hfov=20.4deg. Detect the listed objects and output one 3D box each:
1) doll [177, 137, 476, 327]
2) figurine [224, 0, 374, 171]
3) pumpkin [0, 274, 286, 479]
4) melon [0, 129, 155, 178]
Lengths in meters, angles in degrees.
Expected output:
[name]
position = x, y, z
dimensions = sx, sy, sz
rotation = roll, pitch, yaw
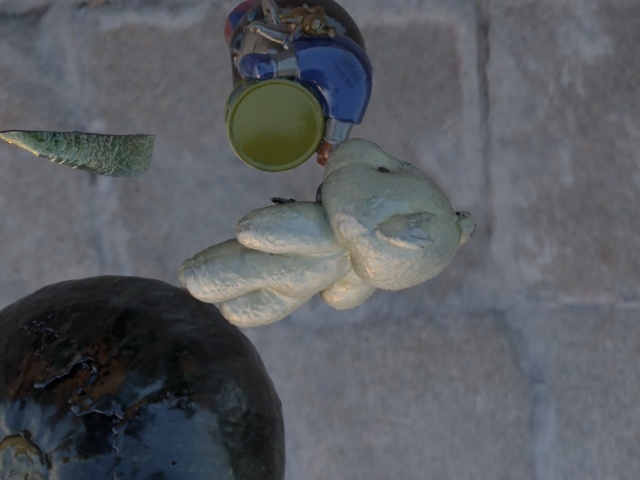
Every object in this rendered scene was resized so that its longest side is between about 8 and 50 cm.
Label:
[doll]
position = -0.002, -0.002, 1.690
dimensions = 0.278, 0.175, 0.149
rotation = -22, 87, 22
[figurine]
position = -0.030, -0.173, 1.804
dimensions = 0.158, 0.275, 0.161
rotation = -34, 108, 9
[pumpkin]
position = -0.254, 0.259, 2.076
dimensions = 0.454, 0.344, 0.454
rotation = -7, 77, 36
[melon]
position = -0.265, -0.103, 1.934
dimensions = 0.098, 0.182, 0.054
rotation = 16, 97, 23
